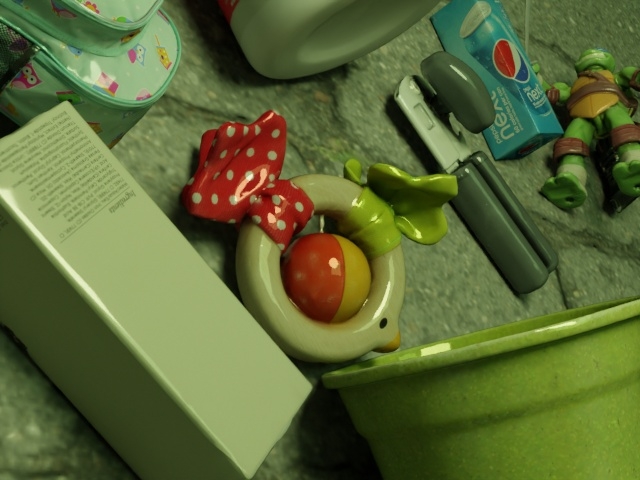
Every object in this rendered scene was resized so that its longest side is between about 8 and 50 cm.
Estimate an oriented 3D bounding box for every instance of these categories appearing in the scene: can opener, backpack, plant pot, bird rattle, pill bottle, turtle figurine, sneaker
[{"bbox_3d":[0.186,-0.078,1.166,0.283,0.095,0.076,54,38,-4],"label":"can opener"},{"bbox_3d":[-0.193,-0.163,0.777,0.188,0.144,0.165,44,32,-22],"label":"backpack"},{"bbox_3d":[0.163,0.198,0.844,0.276,0.276,0.253,-7,82,-50],"label":"plant pot"},{"bbox_3d":[0.000,0.000,0.891,0.254,0.143,0.206,8,73,-41],"label":"bird rattle"},{"bbox_3d":[-0.050,-0.383,1.016,0.229,0.229,0.407,-16,77,-51],"label":"pill bottle"},{"bbox_3d":[0.349,-0.195,1.353,0.198,0.274,0.266,8,56,-3],"label":"turtle figurine"},{"bbox_3d":[0.418,-0.107,1.477,0.077,0.072,0.178,37,33,-7],"label":"sneaker"}]

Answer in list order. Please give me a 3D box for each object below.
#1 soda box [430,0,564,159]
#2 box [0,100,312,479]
[{"bbox_3d":[0.221,-0.209,1.316,0.067,0.071,0.210,-7,70,-50],"label":"soda box"},{"bbox_3d":[-0.139,0.048,0.726,0.275,0.094,0.113,52,38,-8],"label":"box"}]
